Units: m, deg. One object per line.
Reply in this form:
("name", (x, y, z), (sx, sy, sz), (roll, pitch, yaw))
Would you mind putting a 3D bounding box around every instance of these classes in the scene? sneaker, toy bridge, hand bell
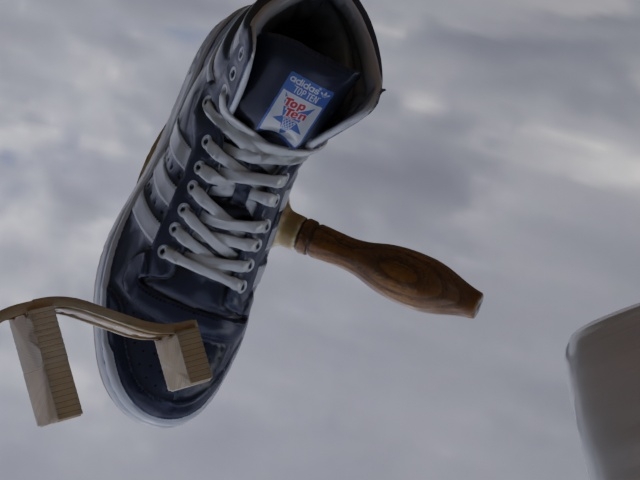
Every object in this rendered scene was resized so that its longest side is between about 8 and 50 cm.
("sneaker", (-0.049, -0.030, 1.135), (0.099, 0.282, 0.153), (23, 162, -19))
("toy bridge", (-0.138, 0.061, 0.963), (0.188, 0.063, 0.026), (-13, 175, -39))
("hand bell", (0.000, 0.000, 1.332), (0.242, 0.126, 0.126), (22, -160, 13))

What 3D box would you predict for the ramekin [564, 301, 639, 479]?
("ramekin", (0.214, 0.147, 0.938), (0.135, 0.277, 0.277), (-17, -163, 9))
